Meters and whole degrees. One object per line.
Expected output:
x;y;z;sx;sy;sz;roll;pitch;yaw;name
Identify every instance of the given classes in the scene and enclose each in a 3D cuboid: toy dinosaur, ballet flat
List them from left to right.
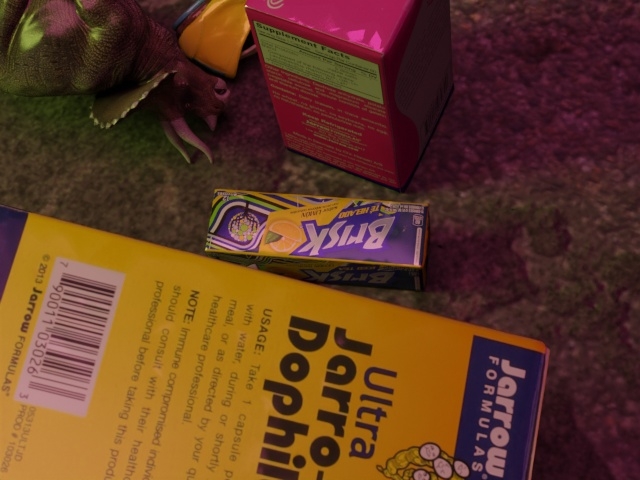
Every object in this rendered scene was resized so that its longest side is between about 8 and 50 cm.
-0.220;-0.174;1.052;0.313;0.121;0.160;14;91;2;toy dinosaur
-0.027;-0.230;1.140;0.077;0.077;0.231;42;79;-2;ballet flat

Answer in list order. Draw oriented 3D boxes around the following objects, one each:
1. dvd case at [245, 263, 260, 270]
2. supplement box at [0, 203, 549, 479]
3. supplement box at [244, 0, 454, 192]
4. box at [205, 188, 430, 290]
-0.114;0.140;0.969;0.238;0.029;0.179;-23;75;-18;dvd case
-0.062;0.137;0.857;0.356;0.194;0.195;14;68;-4;supplement box
0.030;-0.144;1.008;0.113;0.220;0.111;22;71;14;supplement box
0.000;0.000;1.038;0.168;0.059;0.054;4;69;8;box
